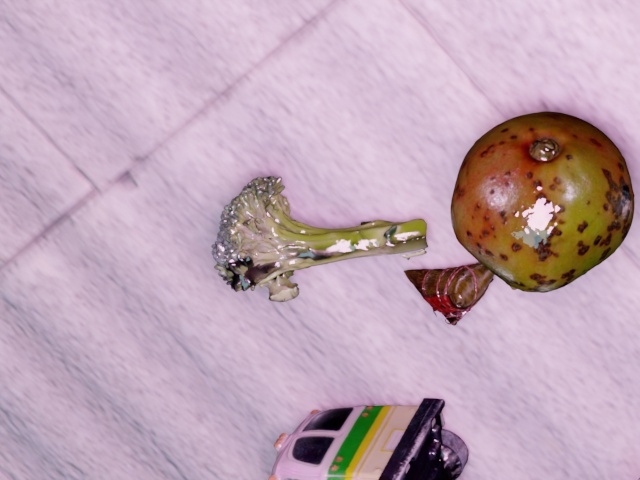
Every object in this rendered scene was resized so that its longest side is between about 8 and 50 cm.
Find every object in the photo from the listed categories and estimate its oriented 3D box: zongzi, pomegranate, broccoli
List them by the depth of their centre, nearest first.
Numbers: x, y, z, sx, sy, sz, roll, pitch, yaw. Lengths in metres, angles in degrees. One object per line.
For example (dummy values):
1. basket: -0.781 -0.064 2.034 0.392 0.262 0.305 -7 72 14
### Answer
1. pomegranate: 0.188 -0.023 1.500 0.159 0.159 0.205 23 155 7
2. broccoli: 0.000 0.000 1.627 0.204 0.118 0.122 0 91 4
3. zongzi: 0.127 0.056 1.639 0.083 0.067 0.073 5 136 41

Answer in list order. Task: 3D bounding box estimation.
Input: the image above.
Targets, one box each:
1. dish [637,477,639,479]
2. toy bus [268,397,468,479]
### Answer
1. dish: 0.422 0.335 1.620 0.317 0.106 0.316 3 118 6
2. toy bus: 0.062 0.321 1.770 0.179 0.143 0.305 1 122 25
